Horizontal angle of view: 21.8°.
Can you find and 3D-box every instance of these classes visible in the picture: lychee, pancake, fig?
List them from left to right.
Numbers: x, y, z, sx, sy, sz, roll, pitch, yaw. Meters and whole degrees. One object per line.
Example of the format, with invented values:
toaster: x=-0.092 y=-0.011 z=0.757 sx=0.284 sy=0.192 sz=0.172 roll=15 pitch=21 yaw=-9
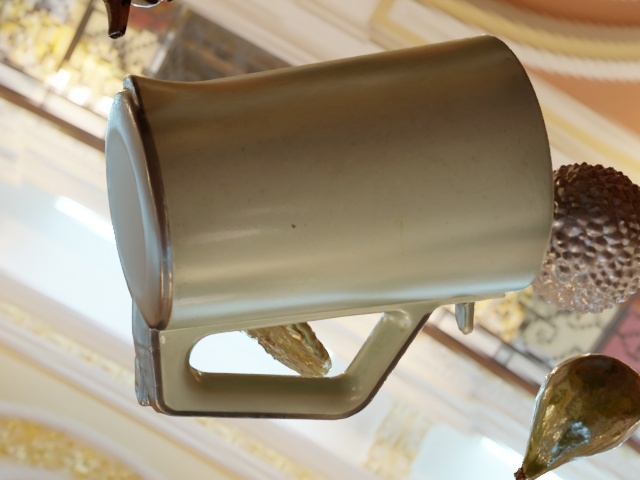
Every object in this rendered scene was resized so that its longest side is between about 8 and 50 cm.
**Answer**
pancake: x=-0.084 y=0.086 z=2.007 sx=0.253 sy=0.037 sz=0.253 roll=34 pitch=164 yaw=11
fig: x=0.305 y=0.211 z=2.025 sx=0.185 sy=0.127 sz=0.133 roll=-25 pitch=-152 yaw=-23
lychee: x=0.283 y=-0.002 z=1.789 sx=0.165 sy=0.197 sz=0.165 roll=5 pitch=-105 yaw=-18

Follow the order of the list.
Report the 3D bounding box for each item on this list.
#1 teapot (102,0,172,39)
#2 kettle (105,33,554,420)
teapot: x=-0.141 y=-0.254 z=1.414 sx=0.096 sy=0.177 sz=0.087 roll=36 pitch=-174 yaw=29
kettle: x=0.000 y=0.000 z=1.583 sx=0.376 sy=0.361 sz=0.250 roll=-8 pitch=-157 yaw=-17
